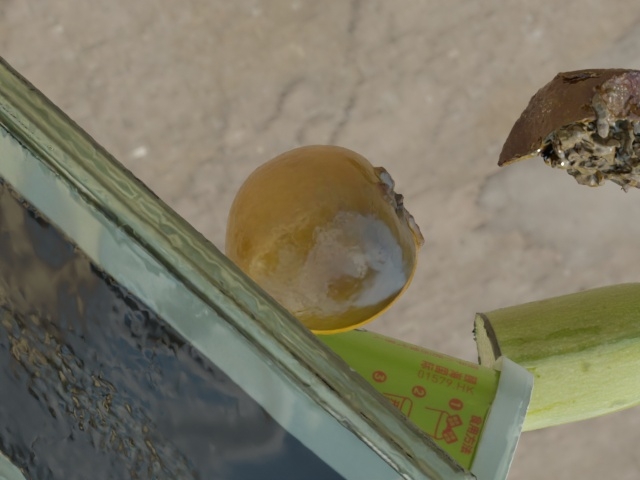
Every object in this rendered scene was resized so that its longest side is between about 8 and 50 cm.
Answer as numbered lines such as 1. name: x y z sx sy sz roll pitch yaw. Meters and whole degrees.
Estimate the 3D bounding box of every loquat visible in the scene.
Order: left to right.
1. loquat: 0.000 0.000 1.311 0.141 0.141 0.141 -20 153 -10

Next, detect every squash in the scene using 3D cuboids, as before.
1. squash: 0.287 0.110 1.890 0.247 0.132 0.132 -13 152 -6

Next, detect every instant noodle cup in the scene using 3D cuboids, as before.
1. instant noodle cup: -0.029 0.177 1.452 0.308 0.294 0.294 23 144 0

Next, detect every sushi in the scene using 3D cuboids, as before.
1. sushi: 0.148 -0.052 0.907 0.120 0.055 0.052 4 168 -23

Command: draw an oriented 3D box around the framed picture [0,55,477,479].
1. framed picture: -0.098 0.069 0.804 0.018 0.293 0.231 -42 170 -47
